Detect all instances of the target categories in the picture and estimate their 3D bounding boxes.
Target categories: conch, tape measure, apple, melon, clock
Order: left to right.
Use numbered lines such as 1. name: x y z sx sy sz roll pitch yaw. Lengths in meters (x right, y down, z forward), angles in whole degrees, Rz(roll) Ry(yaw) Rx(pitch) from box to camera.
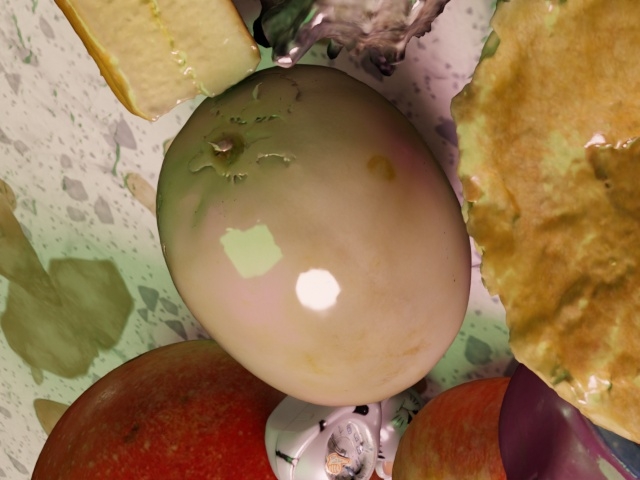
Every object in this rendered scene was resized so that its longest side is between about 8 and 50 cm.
1. apple: -0.113 0.269 1.392 0.348 0.277 0.349 23 136 25
2. melon: 0.000 0.000 1.084 0.223 0.223 0.317 13 156 32
3. conch: 0.010 -0.235 0.938 0.241 0.186 0.313 58 167 27
4. clock: 0.030 0.173 1.263 0.080 0.176 0.117 -4 121 48
5. apple: 0.162 0.212 1.198 0.209 0.164 0.209 17 130 22
6. tape measure: 0.242 0.155 1.015 0.231 0.245 0.149 25 141 -2

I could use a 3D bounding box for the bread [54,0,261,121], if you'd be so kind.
1. bread: -0.159 -0.221 1.058 0.246 0.111 0.239 61 175 -16

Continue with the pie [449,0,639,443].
1. pie: 0.211 -0.026 0.834 0.339 0.083 0.340 16 113 41
